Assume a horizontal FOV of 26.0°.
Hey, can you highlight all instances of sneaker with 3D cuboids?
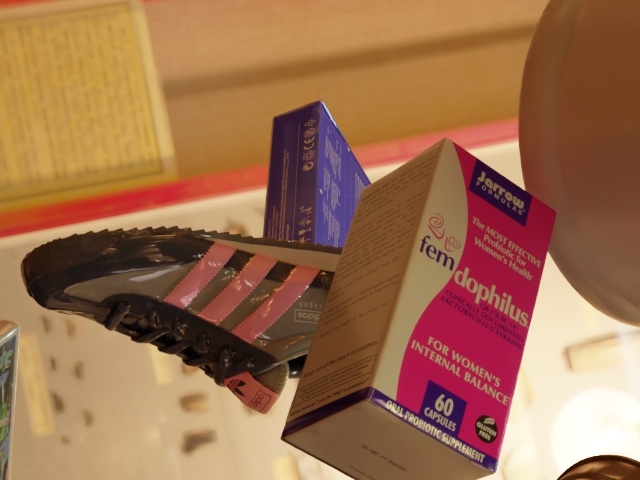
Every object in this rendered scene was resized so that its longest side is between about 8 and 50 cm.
[{"bbox_3d":[-0.079,0.069,1.106,0.112,0.318,0.131,126,-34,-62],"label":"sneaker"}]

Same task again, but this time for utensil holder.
[{"bbox_3d":[0.395,-0.088,1.007,0.385,0.327,0.328,0,-78,52],"label":"utensil holder"}]

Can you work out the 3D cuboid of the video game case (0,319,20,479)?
[{"bbox_3d":[-0.312,0.190,1.164,0.183,0.023,0.201,-47,149,-63],"label":"video game case"}]

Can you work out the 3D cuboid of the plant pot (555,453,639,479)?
[{"bbox_3d":[0.230,0.293,1.239,0.167,0.165,0.167,9,-76,39],"label":"plant pot"}]

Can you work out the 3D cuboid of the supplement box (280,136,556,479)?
[{"bbox_3d":[0.073,0.056,0.980,0.114,0.111,0.220,-33,-148,51],"label":"supplement box"}]

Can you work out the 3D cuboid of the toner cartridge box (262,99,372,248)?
[{"bbox_3d":[0.000,0.000,1.690,0.348,0.075,0.165,-87,153,-48],"label":"toner cartridge box"}]
